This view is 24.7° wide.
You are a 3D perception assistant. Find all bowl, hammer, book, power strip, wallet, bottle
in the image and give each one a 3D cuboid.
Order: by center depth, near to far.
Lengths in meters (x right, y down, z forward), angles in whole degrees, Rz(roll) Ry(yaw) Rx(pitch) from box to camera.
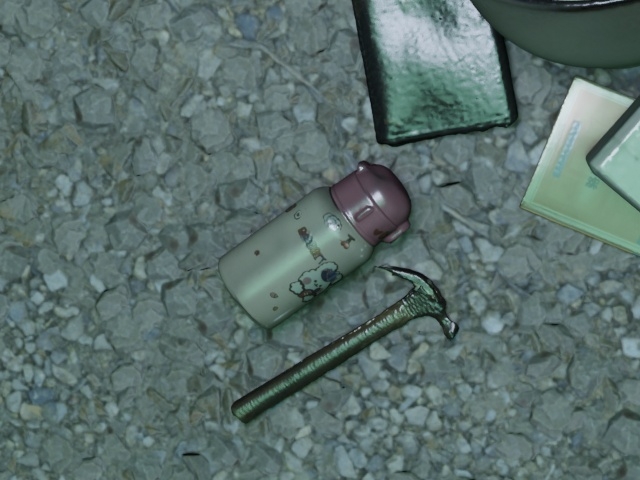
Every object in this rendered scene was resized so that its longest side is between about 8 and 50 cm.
[{"bbox_3d":[0.314,-0.306,1.555,0.354,0.353,0.185,-14,138,11],"label":"bowl"},{"bbox_3d":[0.414,-0.124,1.600,0.140,0.139,0.224,41,100,3],"label":"power strip"},{"bbox_3d":[0.374,-0.070,1.693,0.242,0.018,0.170,22,100,6],"label":"book"},{"bbox_3d":[0.121,-0.277,1.699,0.170,0.044,0.321,-10,98,11],"label":"wallet"},{"bbox_3d":[0.000,0.000,1.718,0.233,0.110,0.110,-35,90,11],"label":"bottle"},{"bbox_3d":[0.018,0.137,1.775,0.297,0.027,0.125,-34,91,12],"label":"hammer"}]
